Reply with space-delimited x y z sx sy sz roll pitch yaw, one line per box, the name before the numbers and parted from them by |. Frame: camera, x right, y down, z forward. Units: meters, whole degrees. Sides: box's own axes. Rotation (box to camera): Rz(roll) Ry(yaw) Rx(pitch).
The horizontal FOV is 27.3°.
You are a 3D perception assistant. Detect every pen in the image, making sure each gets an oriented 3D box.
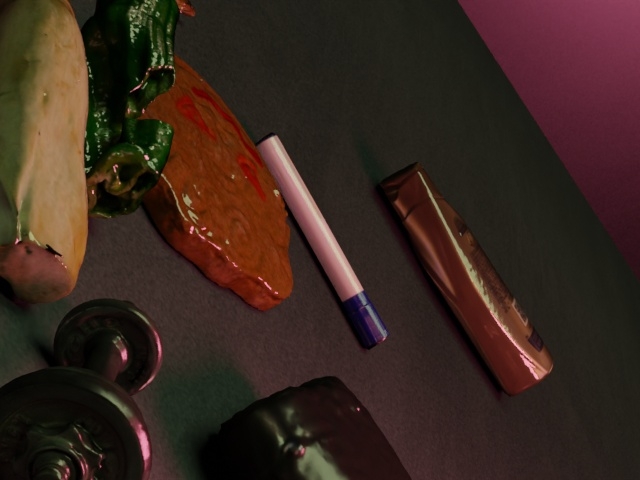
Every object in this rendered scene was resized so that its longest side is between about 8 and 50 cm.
pen | 0.001 0.000 1.493 0.269 0.033 0.033 60 19 3

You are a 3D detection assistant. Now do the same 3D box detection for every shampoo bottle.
shampoo bottle | 0.202 0.049 1.842 0.350 0.084 0.125 56 17 -9

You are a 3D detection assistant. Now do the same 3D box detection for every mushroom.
mushroom | -0.220 -0.092 1.010 0.100 0.081 0.312 42 27 -41

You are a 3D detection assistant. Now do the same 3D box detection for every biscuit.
biscuit | -0.114 -0.073 1.295 0.273 0.049 0.257 44 26 -35

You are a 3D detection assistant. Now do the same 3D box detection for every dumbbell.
dumbbell | -0.153 0.097 0.883 0.110 0.110 0.254 54 15 -16

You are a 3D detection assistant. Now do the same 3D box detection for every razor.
razor | 0.038 0.272 1.089 0.327 0.107 0.189 63 21 7

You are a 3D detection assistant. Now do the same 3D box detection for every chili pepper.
chili pepper | -0.173 -0.127 1.131 0.083 0.099 0.253 35 41 -37

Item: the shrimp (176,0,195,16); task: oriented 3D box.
shrimp | -0.170 -0.252 1.437 0.127 0.025 0.091 10 53 -60
